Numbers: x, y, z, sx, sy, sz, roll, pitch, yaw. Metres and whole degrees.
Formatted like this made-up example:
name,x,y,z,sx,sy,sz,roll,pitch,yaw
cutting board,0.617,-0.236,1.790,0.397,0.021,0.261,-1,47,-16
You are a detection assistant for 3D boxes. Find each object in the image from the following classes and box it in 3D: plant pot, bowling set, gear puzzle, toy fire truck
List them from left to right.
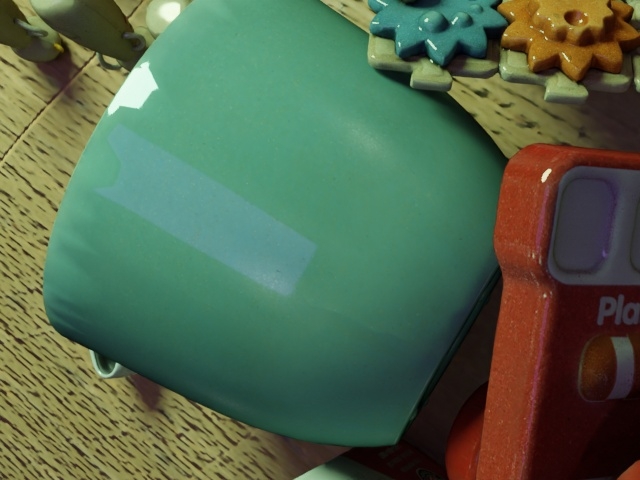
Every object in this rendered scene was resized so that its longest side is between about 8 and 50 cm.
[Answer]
name,x,y,z,sx,sy,sz,roll,pitch,yaw
bowling set,-0.156,-0.234,0.820,0.287,0.154,0.200,17,85,23
plant pot,0.000,0.000,0.692,0.235,0.293,0.293,30,108,12
gear puzzle,0.200,-0.155,0.627,0.339,0.175,0.044,6,143,3
toy fire truck,0.224,0.073,0.604,0.169,0.302,0.254,27,113,60

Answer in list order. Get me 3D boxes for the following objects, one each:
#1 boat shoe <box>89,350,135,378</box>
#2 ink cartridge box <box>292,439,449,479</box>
name,x,y,z,sx,sy,sz,roll,pitch,yaw
boat shoe,-0.187,0.031,0.893,0.066,0.063,0.184,2,98,24
ink cartridge box,0.129,0.311,0.664,0.384,0.279,0.160,33,98,17
